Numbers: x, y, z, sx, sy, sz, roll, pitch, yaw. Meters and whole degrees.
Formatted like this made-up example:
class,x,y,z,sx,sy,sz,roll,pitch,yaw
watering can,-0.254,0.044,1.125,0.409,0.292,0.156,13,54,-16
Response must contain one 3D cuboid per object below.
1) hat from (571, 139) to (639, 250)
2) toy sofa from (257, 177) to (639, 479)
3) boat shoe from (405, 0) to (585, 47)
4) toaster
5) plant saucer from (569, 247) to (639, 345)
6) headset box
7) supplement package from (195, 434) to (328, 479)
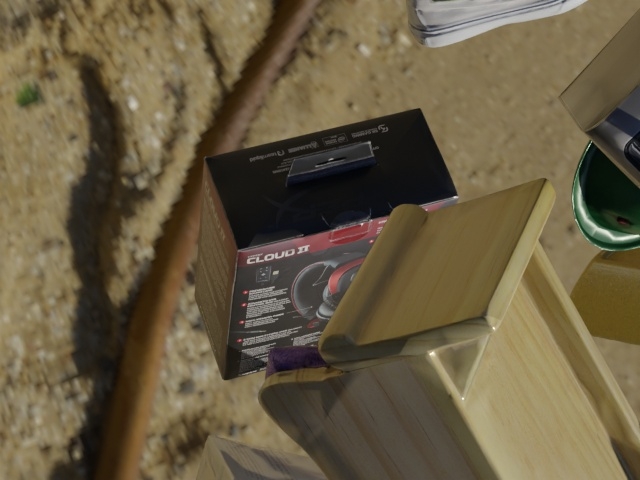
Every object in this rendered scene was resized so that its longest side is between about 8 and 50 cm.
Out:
class,x,y,z,sx,sy,sz,roll,pitch,yaw
hat,0.355,-0.027,1.594,0.208,0.183,0.173,0,118,-39
toy sofa,0.128,0.154,1.162,0.177,0.150,0.363,-16,116,34
boat shoe,0.189,-0.258,1.756,0.226,0.083,0.076,-25,139,-1
toaster,0.243,-0.065,1.110,0.168,0.186,0.110,44,101,-11
plant saucer,0.490,0.005,2.166,0.332,0.333,0.081,-37,116,-27
headset box,0.000,0.000,1.730,0.218,0.110,0.293,-14,152,-13
supplement package,0.023,0.313,1.684,0.293,0.175,0.178,14,95,-13
